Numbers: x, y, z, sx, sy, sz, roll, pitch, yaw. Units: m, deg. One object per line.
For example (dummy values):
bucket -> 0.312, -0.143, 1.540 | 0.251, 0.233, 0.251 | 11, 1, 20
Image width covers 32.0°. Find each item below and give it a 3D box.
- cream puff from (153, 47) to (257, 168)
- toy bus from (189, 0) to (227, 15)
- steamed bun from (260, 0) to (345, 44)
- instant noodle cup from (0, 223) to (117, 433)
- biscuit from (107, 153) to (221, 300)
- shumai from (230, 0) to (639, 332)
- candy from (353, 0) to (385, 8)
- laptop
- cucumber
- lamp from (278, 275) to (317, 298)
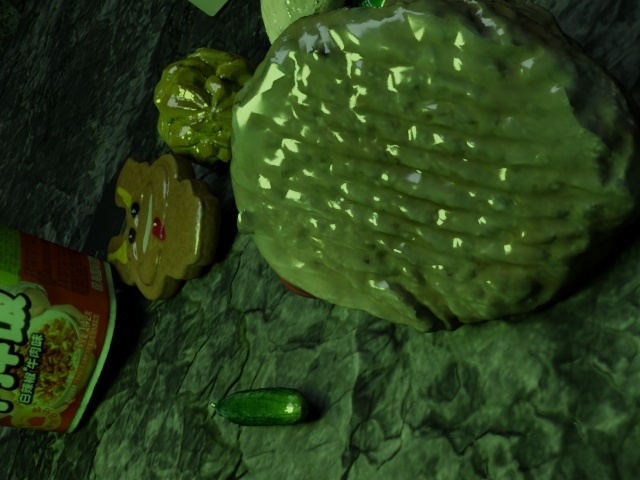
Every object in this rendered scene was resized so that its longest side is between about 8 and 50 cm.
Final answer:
cream puff -> -0.134, -0.166, 1.370 | 0.156, 0.121, 0.156 | -36, 35, 30
toy bus -> -0.248, -0.467, 1.667 | 0.113, 0.301, 0.139 | -45, 37, 19
steamed bun -> -0.020, -0.289, 1.327 | 0.112, 0.090, 0.130 | 133, 127, -63
instant noodle cup -> -0.429, 0.096, 1.369 | 0.294, 0.307, 0.294 | -45, 37, 47
biscuit -> -0.203, -0.019, 1.376 | 0.295, 0.044, 0.186 | -2, 84, 60
shumai -> 0.119, -0.092, 0.863 | 0.314, 0.267, 0.262 | 2, 29, 30
candy -> 0.029, -0.148, 1.152 | 0.323, 0.097, 0.097 | -57, 26, 24
laptop -> -0.306, -0.005, 1.604 | 0.154, 0.026, 0.207 | -16, 51, 52
cucumber -> -0.053, 0.152, 1.020 | 0.155, 0.037, 0.037 | -11, 54, 53
lamp -> 0.000, 0.000, 1.018 | 0.107, 0.092, 0.108 | 18, -90, -85
